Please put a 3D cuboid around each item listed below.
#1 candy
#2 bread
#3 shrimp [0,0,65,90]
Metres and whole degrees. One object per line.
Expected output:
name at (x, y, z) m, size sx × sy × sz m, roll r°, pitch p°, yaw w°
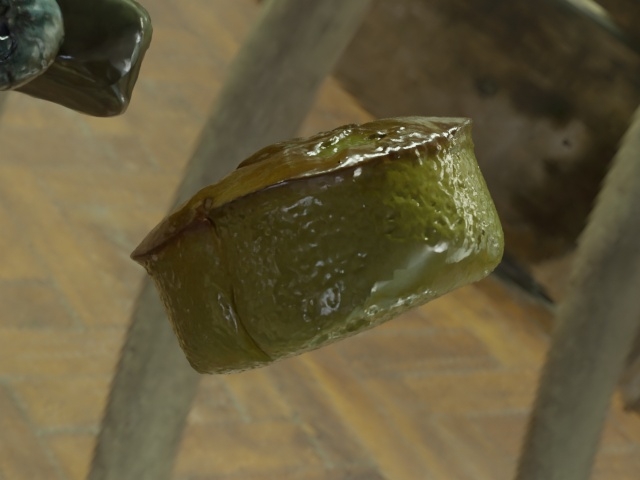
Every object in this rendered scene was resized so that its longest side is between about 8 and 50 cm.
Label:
candy at (-0.265, -0.188, 1.515) m, size 0.234 × 0.102 × 0.104 m, roll 16°, pitch 69°, yaw -4°
bread at (0.000, 0.000, 1.278) m, size 0.270 × 0.270 × 0.148 m, roll -15°, pitch 84°, yaw -56°
shrimp at (-0.383, -0.186, 1.356) m, size 0.372 × 0.172 × 0.137 m, roll -2°, pitch 69°, yaw -17°
